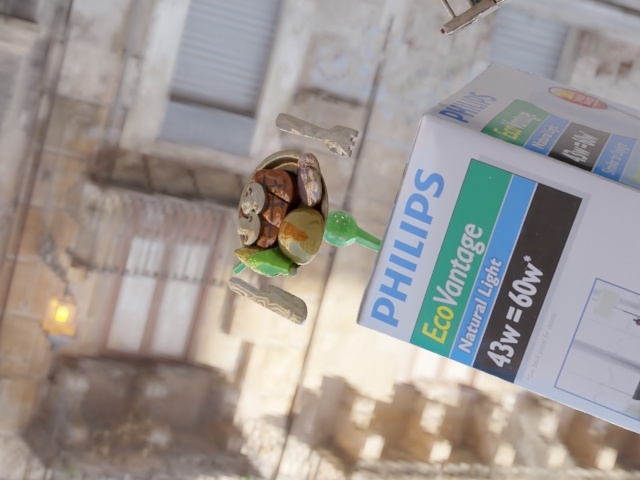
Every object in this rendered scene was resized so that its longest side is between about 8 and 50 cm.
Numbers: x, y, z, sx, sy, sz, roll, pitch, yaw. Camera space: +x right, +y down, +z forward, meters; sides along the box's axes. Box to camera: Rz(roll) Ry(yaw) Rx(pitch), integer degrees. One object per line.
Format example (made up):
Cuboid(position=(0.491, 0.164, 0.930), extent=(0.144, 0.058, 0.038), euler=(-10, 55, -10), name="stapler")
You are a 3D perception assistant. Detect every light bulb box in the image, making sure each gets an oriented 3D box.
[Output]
Cuboid(position=(0.273, -0.001, 1.302), extent=(0.361, 0.225, 0.358), euler=(21, -159, 11), name="light bulb box")

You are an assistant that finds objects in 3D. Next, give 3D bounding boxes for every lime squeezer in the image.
Cuboid(position=(0.000, 0.000, 1.876), extent=(0.310, 0.058, 0.110), euler=(-3, 150, 21), name="lime squeezer")

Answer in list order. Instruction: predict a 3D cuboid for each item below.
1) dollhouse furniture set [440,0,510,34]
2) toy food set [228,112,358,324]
Cuboid(position=(0.140, -0.295, 1.324), extent=(0.129, 0.129, 0.184), euler=(59, -159, 0), name="dollhouse furniture set")
Cuboid(position=(-0.040, -0.027, 1.239), extent=(0.038, 0.192, 0.132), euler=(10, -172, -45), name="toy food set")
